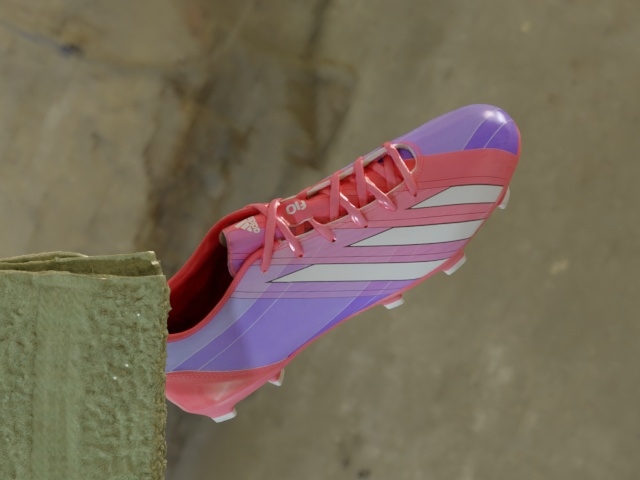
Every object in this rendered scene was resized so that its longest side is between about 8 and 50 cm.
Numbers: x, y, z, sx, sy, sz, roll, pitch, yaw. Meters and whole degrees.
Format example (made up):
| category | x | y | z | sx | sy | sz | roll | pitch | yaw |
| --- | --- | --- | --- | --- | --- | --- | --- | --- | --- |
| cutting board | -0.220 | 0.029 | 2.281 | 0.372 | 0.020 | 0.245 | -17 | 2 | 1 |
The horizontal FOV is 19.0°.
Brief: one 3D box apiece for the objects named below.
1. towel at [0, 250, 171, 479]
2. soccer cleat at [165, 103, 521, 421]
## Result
| category | x | y | z | sx | sy | sz | roll | pitch | yaw |
| --- | --- | --- | --- | --- | --- | --- | --- | --- | --- |
| towel | -0.129 | 0.079 | 0.977 | 0.027 | 0.110 | 0.148 | 43 | -134 | -82 |
| soccer cleat | 0.000 | 0.000 | 1.041 | 0.248 | 0.095 | 0.083 | -38 | 39 | 4 |
